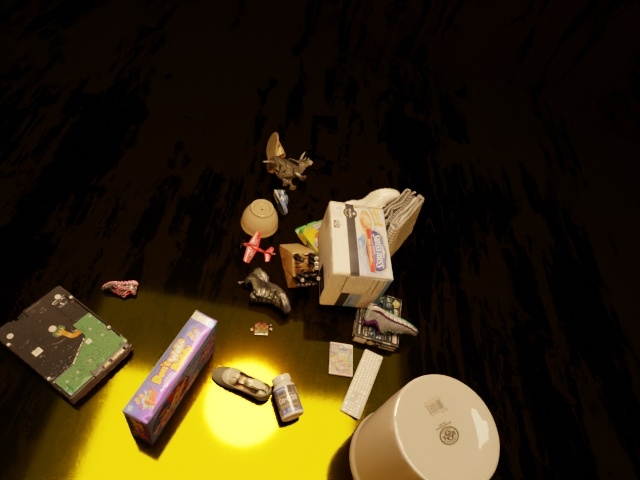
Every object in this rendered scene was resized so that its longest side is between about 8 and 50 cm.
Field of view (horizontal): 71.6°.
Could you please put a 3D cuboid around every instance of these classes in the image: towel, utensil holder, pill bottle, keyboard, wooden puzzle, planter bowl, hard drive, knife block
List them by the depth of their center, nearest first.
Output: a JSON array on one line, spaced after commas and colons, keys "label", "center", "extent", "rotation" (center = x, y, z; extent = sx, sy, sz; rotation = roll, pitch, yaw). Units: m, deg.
[{"label": "utensil holder", "center": [0.294, 0.614, 1.317], "extent": [0.328, 0.385, 0.327], "rotation": [8, 52, -11]}, {"label": "hard drive", "center": [-0.818, 0.326, 1.426], "extent": [0.339, 0.064, 0.237], "rotation": [32, 51, 11]}, {"label": "pill bottle", "center": [-0.112, 0.519, 1.471], "extent": [0.078, 0.078, 0.137], "rotation": [-10, 56, -23]}, {"label": "keyboard", "center": [0.151, 0.511, 1.596], "extent": [0.072, 0.014, 0.256], "rotation": [27, 50, 5]}, {"label": "wooden puzzle", "center": [-0.217, 0.327, 1.637], "extent": [0.083, 0.006, 0.049], "rotation": [7, 52, -11]}, {"label": "knife block", "center": [-0.078, 0.067, 1.728], "extent": [0.088, 0.242, 0.275], "rotation": [-3, 54, -19]}, {"label": "planter bowl", "center": [-0.256, -0.107, 1.898], "extent": [0.162, 0.109, 0.162], "rotation": [8, 51, -10]}, {"label": "towel", "center": [0.329, -0.076, 1.966], "extent": [0.121, 0.235, 0.284], "rotation": [31, 50, 18]}]

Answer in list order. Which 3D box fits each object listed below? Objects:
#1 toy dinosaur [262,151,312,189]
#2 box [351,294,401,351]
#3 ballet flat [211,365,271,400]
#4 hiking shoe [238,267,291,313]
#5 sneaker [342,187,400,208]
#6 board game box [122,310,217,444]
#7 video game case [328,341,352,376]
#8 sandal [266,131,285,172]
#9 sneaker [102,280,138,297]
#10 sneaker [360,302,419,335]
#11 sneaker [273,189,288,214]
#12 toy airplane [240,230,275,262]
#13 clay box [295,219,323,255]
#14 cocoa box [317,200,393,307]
[{"label": "toy dinosaur", "center": [-0.171, -0.335, 2.074], "extent": [0.314, 0.121, 0.160], "rotation": [0, 50, -43]}, {"label": "box", "center": [0.224, 0.310, 1.749], "extent": [0.175, 0.051, 0.220], "rotation": [16, 50, -4]}, {"label": "ballet flat", "center": [-0.259, 0.465, 1.477], "extent": [0.213, 0.068, 0.072], "rotation": [23, 50, 2]}, {"label": "hiking shoe", "center": [-0.209, 0.213, 1.693], "extent": [0.114, 0.086, 0.227], "rotation": [-38, 64, -21]}, {"label": "sneaker", "center": [0.229, -0.144, 2.028], "extent": [0.297, 0.111, 0.129], "rotation": [-23, 72, 13]}, {"label": "board game box", "center": [-0.445, 0.416, 1.355], "extent": [0.078, 0.233, 0.347], "rotation": [26, 50, 4]}, {"label": "video game case", "center": [0.075, 0.437, 1.633], "extent": [0.087, 0.011, 0.122], "rotation": [10, 51, -8]}, {"label": "sandal", "center": [-0.213, -0.419, 2.192], "extent": [0.079, 0.088, 0.239], "rotation": [26, 50, -37]}, {"label": "sneaker", "center": [-0.718, 0.177, 1.589], "extent": [0.120, 0.047, 0.057], "rotation": [-3, 66, -17]}, {"label": "sneaker", "center": [0.261, 0.326, 1.685], "extent": [0.224, 0.083, 0.098], "rotation": [29, 86, -6]}, {"label": "sneaker", "center": [-0.169, -0.178, 2.015], "extent": [0.059, 0.053, 0.144], "rotation": [-7, 56, -24]}, {"label": "toy airplane", "center": [-0.257, 0.035, 1.836], "extent": [0.151, 0.028, 0.151], "rotation": [3, 64, -7]}, {"label": "clay box", "center": [0.000, 0.000, 1.925], "extent": [0.128, 0.053, 0.222], "rotation": [-25, 64, -31]}, {"label": "cocoa box", "center": [0.125, 0.057, 1.735], "extent": [0.228, 0.231, 0.347], "rotation": [7, 52, -11]}]
